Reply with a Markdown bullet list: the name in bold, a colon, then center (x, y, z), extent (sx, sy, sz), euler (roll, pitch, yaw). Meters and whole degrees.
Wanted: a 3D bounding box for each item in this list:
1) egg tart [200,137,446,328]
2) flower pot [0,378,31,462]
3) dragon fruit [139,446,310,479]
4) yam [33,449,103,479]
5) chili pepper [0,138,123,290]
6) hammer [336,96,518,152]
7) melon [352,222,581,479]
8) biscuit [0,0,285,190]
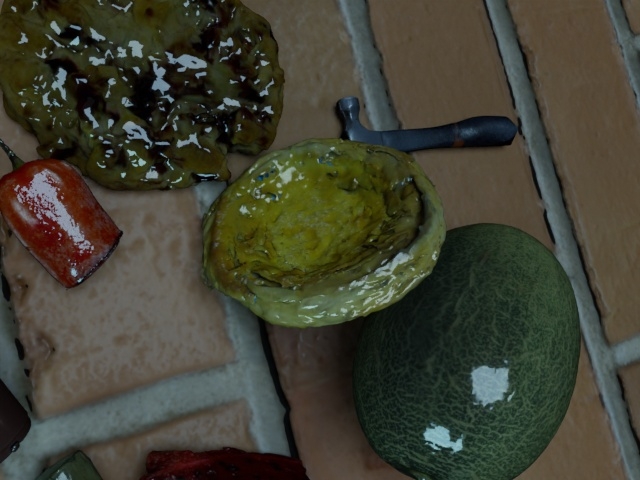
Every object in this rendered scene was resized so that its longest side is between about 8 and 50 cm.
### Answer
- **egg tart**: center (0.000, 0.000, 0.735), extent (0.290, 0.291, 0.107), euler (-50, 143, -24)
- **flower pot**: center (-0.334, 0.170, 0.604), extent (0.111, 0.111, 0.089), euler (-46, 114, -24)
- **dragon fruit**: center (-0.102, 0.281, 0.670), extent (0.192, 0.122, 0.092), euler (16, 88, -22)
- **yam**: center (-0.173, 0.385, 0.635), extent (0.083, 0.083, 0.371), euler (-30, 89, -25)
- **chili pepper**: center (-0.294, -0.045, 0.667), extent (0.192, 0.084, 0.086), euler (53, 48, -11)
- **hammer**: center (0.166, -0.142, 0.910), extent (0.290, 0.037, 0.137), euler (-8, 83, -24)
- **melon**: center (0.170, 0.128, 0.744), extent (0.249, 0.249, 0.329), euler (37, 60, -13)
- **biscuit**: center (-0.197, -0.200, 0.743), extent (0.334, 0.081, 0.289), euler (4, 77, -21)
